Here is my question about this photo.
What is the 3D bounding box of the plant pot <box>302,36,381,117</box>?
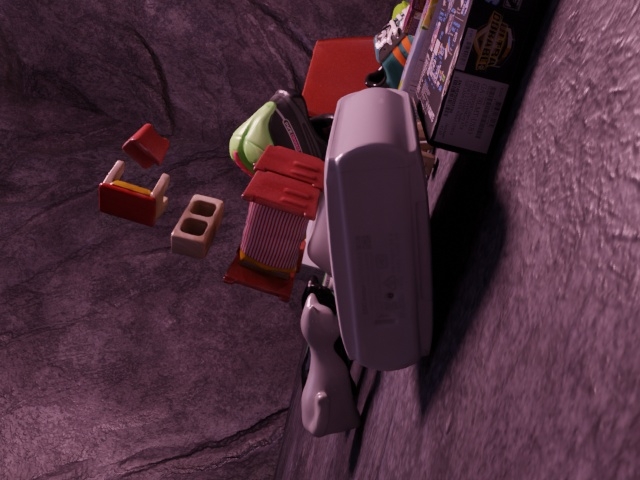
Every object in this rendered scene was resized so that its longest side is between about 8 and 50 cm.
[{"bbox_3d":[0.074,-0.301,1.592,0.267,0.235,0.267,115,171,-74],"label":"plant pot"}]

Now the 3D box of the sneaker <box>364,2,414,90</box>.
[{"bbox_3d":[0.164,-0.379,1.335,0.302,0.121,0.108,110,176,-49],"label":"sneaker"}]

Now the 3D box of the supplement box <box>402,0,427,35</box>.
[{"bbox_3d":[0.188,-0.375,1.215,0.055,0.083,0.043,110,174,-56],"label":"supplement box"}]

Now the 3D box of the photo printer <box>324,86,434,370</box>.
[{"bbox_3d":[0.071,-0.037,0.843,0.307,0.107,0.256,-80,-16,-64],"label":"photo printer"}]

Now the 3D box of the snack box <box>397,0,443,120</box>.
[{"bbox_3d":[0.179,-0.310,1.080,0.174,0.070,0.207,-70,-4,-49],"label":"snack box"}]

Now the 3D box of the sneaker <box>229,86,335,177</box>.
[{"bbox_3d":[0.017,-0.140,1.431,0.202,0.185,0.483,-58,-30,-2],"label":"sneaker"}]

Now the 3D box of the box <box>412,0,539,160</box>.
[{"bbox_3d":[0.183,-0.269,0.804,0.295,0.073,0.293,-79,5,-69],"label":"box"}]

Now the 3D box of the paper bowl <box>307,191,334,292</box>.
[{"bbox_3d":[0.067,-0.043,1.240,0.284,0.148,0.284,-165,90,-86],"label":"paper bowl"}]

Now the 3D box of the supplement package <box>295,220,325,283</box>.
[{"bbox_3d":[0.000,0.000,1.889,0.263,0.198,0.199,115,171,-78],"label":"supplement package"}]

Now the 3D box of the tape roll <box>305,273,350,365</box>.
[{"bbox_3d":[0.034,0.155,1.521,0.321,0.077,0.321,-166,90,-87],"label":"tape roll"}]

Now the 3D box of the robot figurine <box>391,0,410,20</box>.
[{"bbox_3d":[0.224,-0.589,1.919,0.101,0.067,0.115,132,155,-57],"label":"robot figurine"}]

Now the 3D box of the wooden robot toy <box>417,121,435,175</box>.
[{"bbox_3d":[0.135,-0.149,1.101,0.173,0.079,0.076,-77,3,-53],"label":"wooden robot toy"}]

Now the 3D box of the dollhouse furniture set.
[{"bbox_3d":[-0.191,-0.062,1.178,0.152,0.374,0.201,-73,-2,-48],"label":"dollhouse furniture set"}]

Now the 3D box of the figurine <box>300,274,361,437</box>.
[{"bbox_3d":[0.003,0.175,1.137,0.215,0.092,0.209,-96,-2,-82],"label":"figurine"}]
